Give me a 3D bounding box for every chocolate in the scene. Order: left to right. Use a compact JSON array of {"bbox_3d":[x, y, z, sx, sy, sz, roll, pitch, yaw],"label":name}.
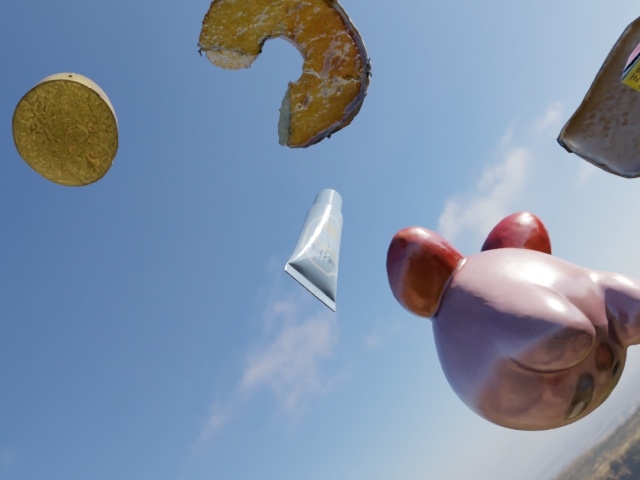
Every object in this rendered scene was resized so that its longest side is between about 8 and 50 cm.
[{"bbox_3d":[0.499,-0.218,0.949,0.261,0.161,0.083,-57,-22,9],"label":"chocolate"}]

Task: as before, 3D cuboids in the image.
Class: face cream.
[{"bbox_3d":[0.000,0.000,1.357,0.086,0.135,0.385,-40,19,26],"label":"face cream"}]

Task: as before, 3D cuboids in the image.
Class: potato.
[{"bbox_3d":[-0.456,-0.226,1.118,0.178,0.158,0.204,-13,-47,-5],"label":"potato"}]

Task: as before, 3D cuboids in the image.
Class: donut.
[{"bbox_3d":[-0.029,-0.186,0.631,0.146,0.181,0.078,-44,1,-9],"label":"donut"}]

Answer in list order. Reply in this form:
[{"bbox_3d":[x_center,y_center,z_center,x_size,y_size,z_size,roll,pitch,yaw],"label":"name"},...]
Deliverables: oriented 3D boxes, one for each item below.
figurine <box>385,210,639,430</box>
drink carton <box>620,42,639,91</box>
[{"bbox_3d":[0.239,0.111,0.751,0.269,0.261,0.211,-9,-60,-31],"label":"figurine"},{"bbox_3d":[0.342,-0.129,0.497,0.056,0.165,0.071,-53,-10,-35],"label":"drink carton"}]
